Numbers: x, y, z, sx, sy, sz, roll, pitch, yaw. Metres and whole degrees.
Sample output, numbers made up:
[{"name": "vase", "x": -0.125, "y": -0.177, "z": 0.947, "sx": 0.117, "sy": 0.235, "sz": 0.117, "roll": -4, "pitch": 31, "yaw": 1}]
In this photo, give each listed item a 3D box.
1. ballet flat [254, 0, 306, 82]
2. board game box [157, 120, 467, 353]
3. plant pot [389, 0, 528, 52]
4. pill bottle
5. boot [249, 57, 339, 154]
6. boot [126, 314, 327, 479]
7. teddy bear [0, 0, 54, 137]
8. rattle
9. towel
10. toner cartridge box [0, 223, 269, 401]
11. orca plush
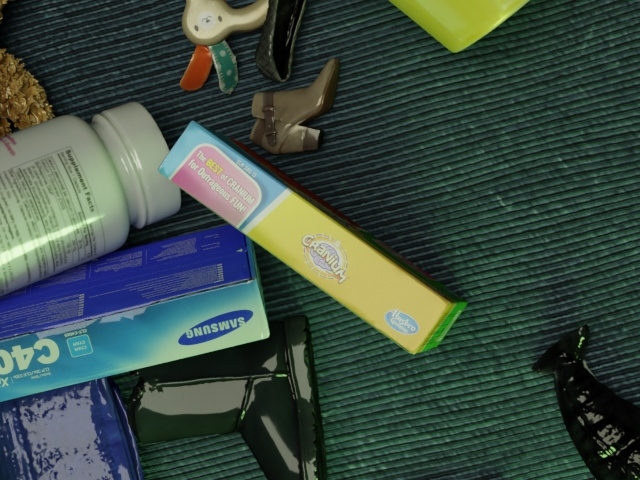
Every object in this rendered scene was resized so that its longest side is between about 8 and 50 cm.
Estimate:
[{"name": "ballet flat", "x": -0.032, "y": -0.257, "z": 1.735, "sx": 0.049, "sy": 0.057, "sz": 0.173, "roll": 37, "pitch": 124, "yaw": 40}, {"name": "board game box", "x": 0.000, "y": 0.000, "z": 1.651, "sx": 0.316, "sy": 0.242, "sz": 0.064, "roll": 35, "pitch": 94, "yaw": 8}, {"name": "plant pot", "x": 0.127, "y": -0.338, "z": 1.645, "sx": 0.254, "sy": 0.254, "sz": 0.239, "roll": -39, "pitch": 97, "yaw": 7}, {"name": "pill bottle", "x": -0.305, "y": -0.040, "z": 1.702, "sx": 0.283, "sy": 0.160, "sz": 0.160, "roll": -23, "pitch": 84, "yaw": -20}, {"name": "boot", "x": -0.032, "y": -0.153, "z": 1.763, "sx": 0.087, "sy": 0.042, "sz": 0.118, "roll": 13, "pitch": 84, "yaw": 18}, {"name": "boot", "x": -0.103, "y": 0.208, "z": 1.737, "sx": 0.207, "sy": 0.094, "sz": 0.246, "roll": -8, "pitch": 81, "yaw": 6}, {"name": "teddy bear", "x": -0.426, "y": -0.162, "z": 1.810, "sx": 0.245, "sy": 0.113, "sz": 0.338, "roll": -16, "pitch": 94, "yaw": 16}, {"name": "rattle", "x": -0.105, "y": -0.263, "z": 1.729, "sx": 0.130, "sy": 0.143, "sz": 0.199, "roll": 28, "pitch": 85, "yaw": -15}, {"name": "towel", "x": -0.353, "y": 0.266, "z": 1.759, "sx": 0.308, "sy": 0.076, "sz": 0.227, "roll": -15, "pitch": 82, "yaw": 3}, {"name": "toner cartridge box", "x": -0.235, "y": 0.079, "z": 1.695, "sx": 0.348, "sy": 0.165, "sz": 0.075, "roll": -13, "pitch": 114, "yaw": 0}, {"name": "orca plush", "x": 0.340, "y": 0.219, "z": 1.656, "sx": 0.151, "sy": 0.102, "sz": 0.287, "roll": -28, "pitch": 84, "yaw": 8}]
